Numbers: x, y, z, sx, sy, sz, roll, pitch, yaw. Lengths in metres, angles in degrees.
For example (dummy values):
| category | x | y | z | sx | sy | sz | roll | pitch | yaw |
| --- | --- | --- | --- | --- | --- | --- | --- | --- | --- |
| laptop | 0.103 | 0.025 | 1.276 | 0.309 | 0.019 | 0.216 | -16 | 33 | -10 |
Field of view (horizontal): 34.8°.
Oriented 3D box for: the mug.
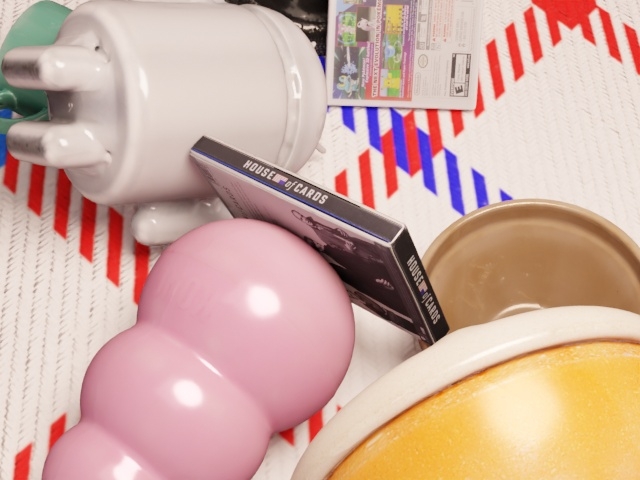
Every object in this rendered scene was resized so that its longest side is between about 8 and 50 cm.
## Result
| category | x | y | z | sx | sy | sz | roll | pitch | yaw |
| --- | --- | --- | --- | --- | --- | --- | --- | --- | --- |
| mug | -0.288 | -0.175 | 1.131 | 0.097 | 0.129 | 0.158 | 26 | 89 | 8 |

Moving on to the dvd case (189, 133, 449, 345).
| category | x | y | z | sx | sy | sz | roll | pitch | yaw |
| --- | --- | --- | --- | --- | --- | --- | --- | --- | --- |
| dvd case | 0.000 | 0.000 | 0.949 | 0.238 | 0.179 | 0.029 | 27 | 70 | 33 |

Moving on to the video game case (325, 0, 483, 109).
| category | x | y | z | sx | sy | sz | roll | pitch | yaw |
| --- | --- | --- | --- | --- | --- | --- | --- | --- | --- |
| video game case | 0.099 | -0.258 | 1.204 | 0.183 | 0.023 | 0.201 | 1 | 103 | -6 |

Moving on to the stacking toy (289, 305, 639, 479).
| category | x | y | z | sx | sy | sz | roll | pitch | yaw |
| --- | --- | --- | --- | --- | --- | --- | --- | --- | --- |
| stacking toy | 0.202 | 0.315 | 0.706 | 0.350 | 0.351 | 0.480 | -14 | 51 | -14 |

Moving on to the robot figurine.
| category | x | y | z | sx | sy | sz | roll | pitch | yaw |
| --- | --- | --- | --- | --- | --- | --- | --- | --- | --- |
| robot figurine | -0.138 | -0.144 | 1.048 | 0.353 | 0.300 | 0.200 | -7 | 16 | -38 |

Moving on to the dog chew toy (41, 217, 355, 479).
| category | x | y | z | sx | sy | sz | roll | pitch | yaw |
| --- | --- | --- | --- | --- | --- | --- | --- | --- | --- |
| dog chew toy | -0.118 | 0.139 | 0.917 | 0.206 | 0.206 | 0.332 | 34 | 69 | 14 |

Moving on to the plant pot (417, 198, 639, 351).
| category | x | y | z | sx | sy | sz | roll | pitch | yaw |
| --- | --- | --- | --- | --- | --- | --- | --- | --- | --- |
| plant pot | 0.211 | 0.083 | 1.019 | 0.237 | 0.110 | 0.237 | -4 | 57 | 6 |

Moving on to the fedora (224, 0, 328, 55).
| category | x | y | z | sx | sy | sz | roll | pitch | yaw |
| --- | --- | --- | --- | --- | --- | --- | --- | --- | --- |
| fedora | 0.009 | -0.389 | 1.252 | 0.334 | 0.334 | 0.152 | 1 | 25 | -6 |
